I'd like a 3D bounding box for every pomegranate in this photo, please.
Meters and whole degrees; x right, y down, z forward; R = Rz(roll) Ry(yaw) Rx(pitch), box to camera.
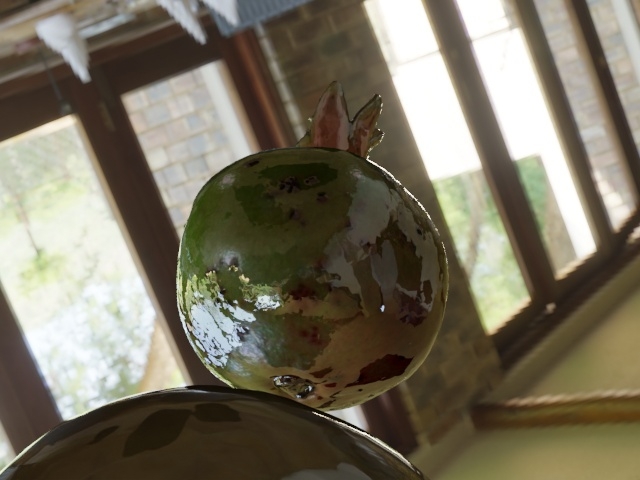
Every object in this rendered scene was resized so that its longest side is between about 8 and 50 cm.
[{"bbox_3d":[-0.022,0.006,1.165,0.290,0.324,0.291,-13,161,-5],"label":"pomegranate"}]

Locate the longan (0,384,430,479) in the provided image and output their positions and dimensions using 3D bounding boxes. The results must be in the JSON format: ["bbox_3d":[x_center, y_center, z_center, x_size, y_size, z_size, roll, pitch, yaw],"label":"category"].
[{"bbox_3d":[-0.047,0.227,0.542,0.318,0.319,0.319,-21,-171,4],"label":"longan"}]
